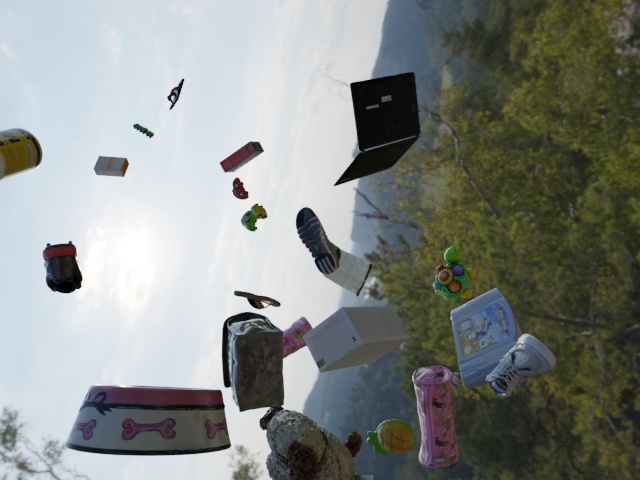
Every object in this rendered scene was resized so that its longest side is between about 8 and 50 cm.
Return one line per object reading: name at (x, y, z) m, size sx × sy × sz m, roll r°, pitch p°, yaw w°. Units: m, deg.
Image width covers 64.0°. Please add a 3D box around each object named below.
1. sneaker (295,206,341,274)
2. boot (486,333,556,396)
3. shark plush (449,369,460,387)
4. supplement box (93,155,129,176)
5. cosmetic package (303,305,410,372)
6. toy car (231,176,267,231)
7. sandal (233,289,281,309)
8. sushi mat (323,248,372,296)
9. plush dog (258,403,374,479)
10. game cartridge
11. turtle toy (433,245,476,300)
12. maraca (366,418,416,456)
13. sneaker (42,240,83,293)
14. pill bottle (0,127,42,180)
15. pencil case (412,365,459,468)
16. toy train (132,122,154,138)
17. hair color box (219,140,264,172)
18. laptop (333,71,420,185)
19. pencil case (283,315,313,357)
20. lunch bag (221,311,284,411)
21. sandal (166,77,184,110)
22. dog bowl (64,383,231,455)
sneaker at (0.000, 0.000, 1.669) m, size 0.229 × 0.086 × 0.132 m, roll 68°, pitch -159°, yaw 6°
boot at (0.451, 0.302, 1.175) m, size 0.123 × 0.095 × 0.258 m, roll -42°, pitch -27°, yaw -8°
shark plush at (0.508, 0.577, 2.140) m, size 0.073 × 0.161 × 0.067 m, roll 32°, pitch -119°, yaw -46°
supplement box at (-0.711, -0.252, 1.743) m, size 0.036 × 0.098 × 0.062 m, roll 93°, pitch -178°, yaw -56°
cosmetic package at (0.143, 0.360, 1.907) m, size 0.217 × 0.156 × 0.385 m, roll -39°, pitch -27°, yaw 23°
toy car at (-0.297, -0.115, 2.092) m, size 0.239 × 0.053 × 0.225 m, roll 51°, pitch -159°, yaw -39°
sandal at (-0.214, 0.203, 1.700) m, size 0.180 × 0.072 × 0.049 m, roll 21°, pitch -105°, yaw -40°
sushi mat at (0.114, 0.131, 2.242) m, size 0.316 × 0.019 × 0.152 m, roll 24°, pitch 90°, yaw 61°
plush dog at (-0.027, 0.455, 1.096) m, size 0.210 × 0.262 × 0.225 m, roll -45°, pitch -58°, yaw -12°
game cartridge at (0.493, 0.275, 1.512) m, size 0.198 × 0.062 × 0.297 m, roll -38°, pitch 24°, yaw 28°
turtle toy at (0.312, 0.079, 1.214) m, size 0.066 × 0.095 × 0.130 m, roll 26°, pitch -108°, yaw -39°
maraca at (0.243, 0.681, 1.764) m, size 0.185 × 0.127 × 0.099 m, roll -35°, pitch -2°, yaw 30°
sneaker at (-0.752, 0.098, 1.499) m, size 0.276 × 0.097 × 0.135 m, roll -34°, pitch 67°, yaw 61°
pill bottle at (-0.797, -0.204, 1.254) m, size 0.208 × 0.119 × 0.119 m, roll -70°, pitch -8°, yaw -68°
pencil case at (0.442, 0.675, 1.967) m, size 0.167 × 0.160 × 0.386 m, roll -149°, pitch 52°, yaw -73°
toy train at (-0.587, -0.366, 1.701) m, size 0.024 × 0.083 × 0.017 m, roll -51°, pitch -14°, yaw -30°
hair color box at (-0.267, -0.284, 1.742) m, size 0.043 × 0.141 × 0.072 m, roll 61°, pitch -159°, yaw 0°
laptop at (0.144, -0.298, 1.382) m, size 0.234 × 0.136 × 0.265 m, roll -22°, pitch -69°, yaw -35°
pencil case at (-0.156, 0.412, 2.020) m, size 0.284 × 0.124 × 0.124 m, roll -29°, pitch -20°, yaw -12°
lunch bag at (-0.222, 0.365, 1.608) m, size 0.287 × 0.168 × 0.236 m, roll -167°, pitch 76°, yaw -70°
sandal at (-0.593, -0.595, 2.073) m, size 0.067 × 0.040 × 0.179 m, roll -30°, pitch 43°, yaw 42°
dog bowl at (-0.433, 0.458, 1.339) m, size 0.408 × 0.407 × 0.151 m, roll 84°, pitch -173°, yaw -74°
